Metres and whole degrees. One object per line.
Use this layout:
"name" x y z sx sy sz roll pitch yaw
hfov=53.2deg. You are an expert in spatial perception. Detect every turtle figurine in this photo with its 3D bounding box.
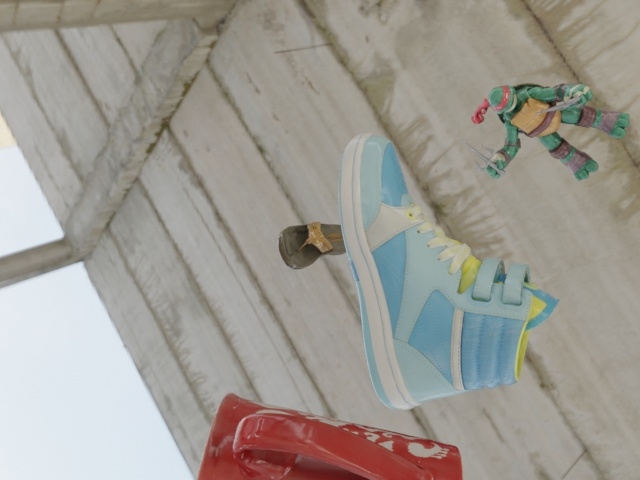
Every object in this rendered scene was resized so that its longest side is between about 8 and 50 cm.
"turtle figurine" 0.318 -0.171 0.916 0.175 0.234 0.118 -50 -144 46

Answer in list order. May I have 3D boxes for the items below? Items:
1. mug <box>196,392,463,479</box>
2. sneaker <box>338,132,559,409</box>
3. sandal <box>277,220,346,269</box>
"mug" 0.006 0.174 0.429 0.169 0.150 0.113 9 -100 4
"sneaker" 0.144 0.019 0.709 0.208 0.127 0.318 -12 -92 26
"sandal" 0.000 0.000 1.265 0.060 0.219 0.090 -36 -109 39
